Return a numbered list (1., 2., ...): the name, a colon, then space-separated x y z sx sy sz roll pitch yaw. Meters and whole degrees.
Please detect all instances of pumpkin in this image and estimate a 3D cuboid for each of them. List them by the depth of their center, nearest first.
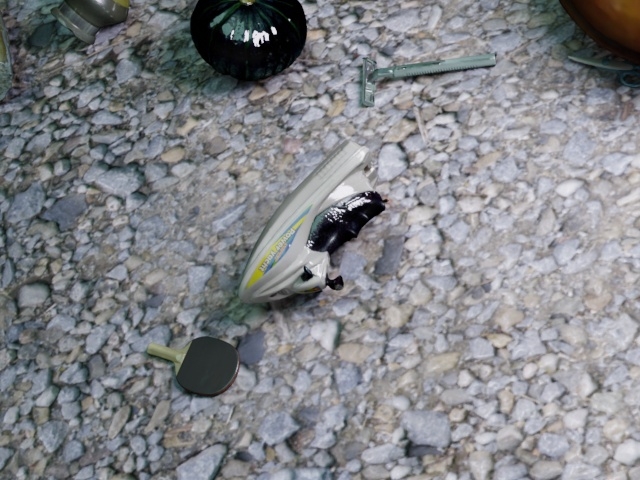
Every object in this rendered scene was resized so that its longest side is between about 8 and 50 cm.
1. pumpkin: -0.114 -0.344 1.686 0.194 0.150 0.194 -11 57 17

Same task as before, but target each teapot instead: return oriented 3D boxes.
1. teapot: -0.416 -0.432 1.889 0.119 0.130 0.166 -48 22 11

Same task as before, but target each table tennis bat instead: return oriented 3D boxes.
1. table tennis bat: -0.187 0.176 1.518 0.156 0.013 0.087 14 70 27

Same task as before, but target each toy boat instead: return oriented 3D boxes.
1. toy boat: -0.002 -0.008 1.475 0.140 0.141 0.270 23 76 31

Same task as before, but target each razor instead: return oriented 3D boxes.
1. razor: 0.164 -0.263 1.596 0.211 0.036 0.084 -8 63 19

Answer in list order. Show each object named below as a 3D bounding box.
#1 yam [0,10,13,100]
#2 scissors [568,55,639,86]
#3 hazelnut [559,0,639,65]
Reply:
1. yam: -0.683 -0.370 1.912 0.201 0.202 0.271 -42 52 41
2. scissors: 0.414 -0.252 1.498 0.119 0.014 0.058 15 69 25
3. hazelnut: 0.503 -0.442 1.351 0.429 0.402 0.402 -30 55 -9
